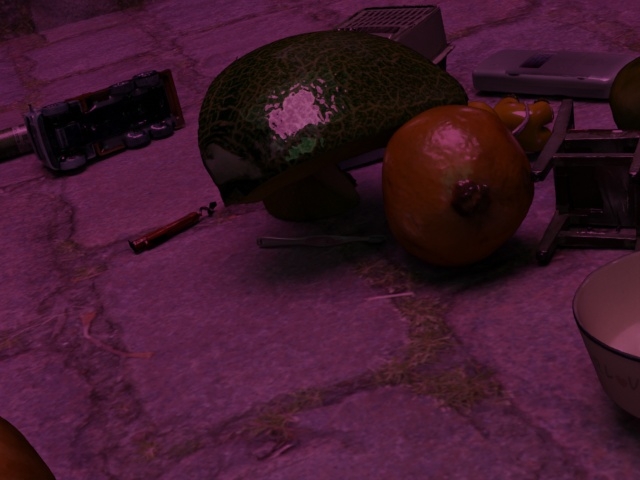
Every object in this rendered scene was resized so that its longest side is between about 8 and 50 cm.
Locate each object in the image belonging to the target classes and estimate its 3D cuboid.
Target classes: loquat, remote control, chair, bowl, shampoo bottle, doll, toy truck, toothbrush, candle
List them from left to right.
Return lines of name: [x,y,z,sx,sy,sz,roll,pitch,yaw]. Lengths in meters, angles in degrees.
shampoo bottle: [-0.701,-0.193,2.120,0.204,0.065,0.065,-19,27,-15]
toy truck: [-0.449,-0.251,2.048,0.305,0.136,0.162,-24,22,-29]
candle: [-0.232,-0.022,1.617,0.167,0.021,0.026,-29,40,-33]
toothbrush: [0.000,0.000,1.476,0.204,0.017,0.022,-1,9,22]
loquat: [0.178,-0.067,1.302,0.213,0.213,0.246,-12,12,1]
doll: [0.256,-0.161,1.573,0.221,0.143,0.135,-19,26,-38]
remote control: [0.439,-0.312,1.864,0.296,0.056,0.140,11,36,37]
chair: [0.380,-0.086,1.347,0.147,0.136,0.270,2,28,24]
bowl: [0.370,0.105,0.974,0.238,0.126,0.238,-10,26,5]

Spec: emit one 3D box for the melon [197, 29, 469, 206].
melon: [-0.008,-0.173,1.423,0.331,0.226,0.343,28,28,21]

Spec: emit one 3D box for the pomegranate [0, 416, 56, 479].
pomegranate: [-0.359,0.267,0.775,0.333,0.332,0.332,-10,26,5]

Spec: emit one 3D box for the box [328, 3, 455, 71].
box: [0.117,-0.344,1.942,0.221,0.166,0.290,5,31,31]

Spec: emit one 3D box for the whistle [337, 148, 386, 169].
whistle: [-0.009,-0.193,1.711,0.290,0.163,0.163,-17,26,-9]

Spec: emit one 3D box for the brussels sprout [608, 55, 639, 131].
brussels sprout: [0.534,-0.186,1.408,0.219,0.210,0.271,-20,3,26]

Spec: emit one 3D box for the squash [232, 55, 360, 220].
squash: [-0.048,-0.157,1.541,0.169,0.252,0.093,-2,30,21]
